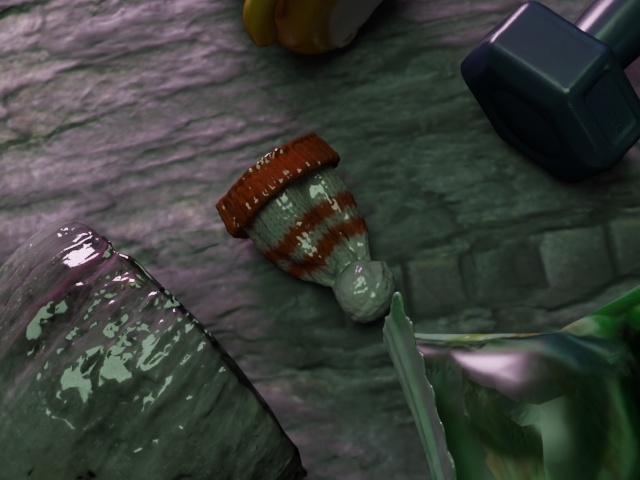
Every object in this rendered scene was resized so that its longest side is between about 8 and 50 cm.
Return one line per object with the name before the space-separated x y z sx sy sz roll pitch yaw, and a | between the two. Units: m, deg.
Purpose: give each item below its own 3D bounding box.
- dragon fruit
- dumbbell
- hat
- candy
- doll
dragon fruit | -0.181 0.134 1.019 0.221 0.204 0.283 -44 63 -9
dumbbell | 0.267 -0.199 1.113 0.143 0.156 0.316 46 80 -3
hat | 0.000 0.000 1.122 0.112 0.093 0.162 -39 81 3
candy | 0.253 0.126 0.954 0.397 0.172 0.263 -15 66 -9
doll | -0.036 -0.284 1.217 0.167 0.162 0.270 -47 51 11
